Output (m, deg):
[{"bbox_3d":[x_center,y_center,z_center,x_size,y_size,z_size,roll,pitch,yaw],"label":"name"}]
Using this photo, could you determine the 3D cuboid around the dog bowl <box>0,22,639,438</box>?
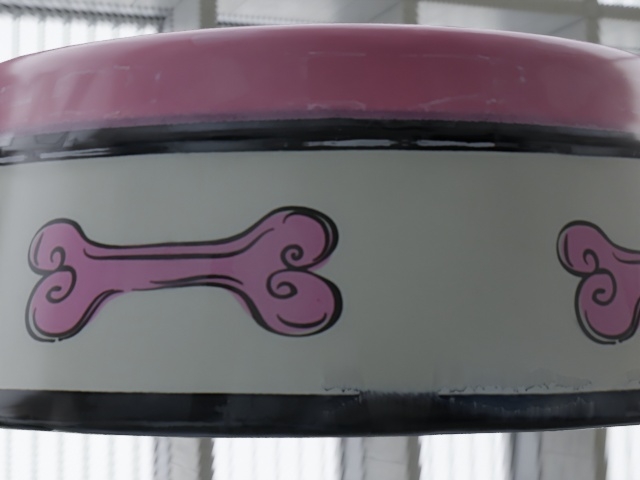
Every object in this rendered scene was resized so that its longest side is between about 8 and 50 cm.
[{"bbox_3d":[0.000,0.000,0.642,0.408,0.408,0.150,0,-91,-19],"label":"dog bowl"}]
